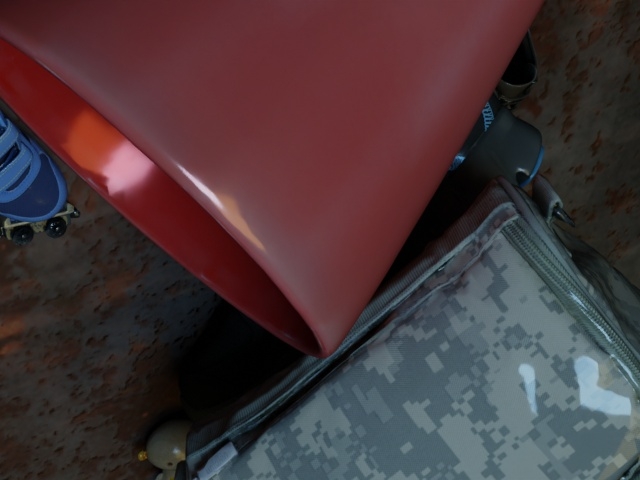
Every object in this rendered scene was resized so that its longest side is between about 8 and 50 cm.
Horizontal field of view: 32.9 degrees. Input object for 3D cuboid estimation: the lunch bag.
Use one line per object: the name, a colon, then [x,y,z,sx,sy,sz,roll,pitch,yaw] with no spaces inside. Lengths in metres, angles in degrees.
lunch bag: [0.090,0.128,0.702,0.305,0.213,0.256,-41,116,14]

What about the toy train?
toy train: [-0.226,-0.008,0.670,0.158,0.027,0.036,-14,116,-28]

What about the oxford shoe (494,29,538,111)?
oxford shoe: [0.112,-0.112,0.804,0.082,0.096,0.227,-28,136,-21]

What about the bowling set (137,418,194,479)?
bowling set: [0.018,0.205,0.898,0.287,0.200,0.154,-25,132,-27]

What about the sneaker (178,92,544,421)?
sneaker: [0.000,0.000,0.801,0.341,0.139,0.125,-44,-178,18]

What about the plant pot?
plant pot: [-0.020,-0.111,0.599,0.243,0.275,0.275,-49,138,-11]

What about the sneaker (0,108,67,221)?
sneaker: [-0.197,-0.055,0.622,0.053,0.059,0.144,-49,130,-9]
